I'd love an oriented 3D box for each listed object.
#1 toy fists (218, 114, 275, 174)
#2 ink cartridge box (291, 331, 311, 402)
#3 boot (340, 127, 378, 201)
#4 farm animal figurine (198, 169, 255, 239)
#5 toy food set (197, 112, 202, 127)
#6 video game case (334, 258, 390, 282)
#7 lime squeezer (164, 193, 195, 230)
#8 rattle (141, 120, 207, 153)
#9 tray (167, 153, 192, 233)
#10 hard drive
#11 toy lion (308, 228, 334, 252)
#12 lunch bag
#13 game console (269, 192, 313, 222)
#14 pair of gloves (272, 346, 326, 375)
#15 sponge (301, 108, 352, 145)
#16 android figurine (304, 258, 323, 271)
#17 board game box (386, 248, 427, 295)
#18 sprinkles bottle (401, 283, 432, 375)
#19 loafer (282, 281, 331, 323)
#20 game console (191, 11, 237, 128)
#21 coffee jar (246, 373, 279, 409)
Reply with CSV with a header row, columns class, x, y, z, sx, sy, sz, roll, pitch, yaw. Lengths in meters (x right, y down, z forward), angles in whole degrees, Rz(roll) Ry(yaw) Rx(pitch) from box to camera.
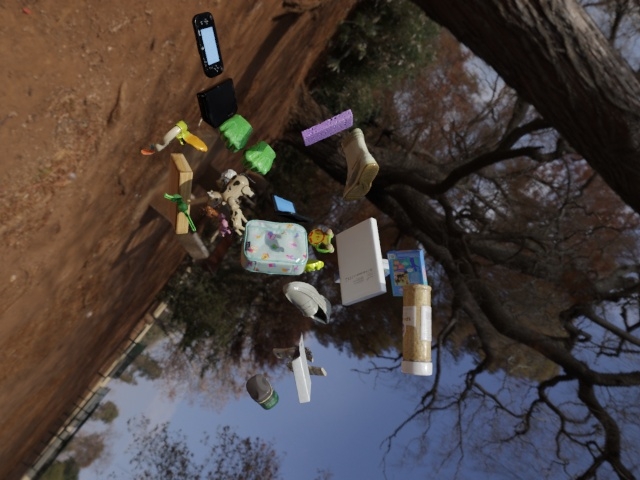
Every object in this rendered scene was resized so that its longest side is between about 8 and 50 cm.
class,x,y,z,sx,sy,sz,roll,pitch,yaw
toy fists,-0.325,-0.405,1.776,0.096,0.279,0.142,-22,-150,41
ink cartridge box,-0.080,0.498,1.627,0.045,0.224,0.223,-10,177,0
boot,0.110,-0.243,1.347,0.077,0.165,0.213,-8,154,-22
farm animal figurine,-0.459,-0.200,2.018,0.330,0.172,0.327,24,-105,35
toy food set,-0.512,-0.600,1.824,0.192,0.038,0.132,-51,-154,17
video game case,0.234,0.171,2.229,0.269,0.244,0.061,126,-33,-57
lime squeezer,-0.739,-0.179,2.165,0.058,0.310,0.110,-33,-126,-9
rattle,-0.548,-0.345,1.533,0.199,0.143,0.130,-39,-145,8
tray,-0.803,-0.261,2.315,0.203,0.076,0.411,53,-41,38
hard drive,0.179,0.099,1.883,0.233,0.047,0.353,-27,-123,39
toy lion,0.000,0.000,1.541,0.095,0.034,0.100,-8,-118,12
lunch bag,-0.195,0.022,1.693,0.108,0.278,0.224,115,-22,-52
game console,-0.092,-0.105,1.309,0.107,0.122,0.071,5,-97,38
pair of gloves,-0.096,0.583,1.975,0.204,0.240,0.042,-8,-138,30
sponge,0.027,-0.441,1.612,0.210,0.031,0.117,-24,176,3
android figurine,-0.101,0.162,2.593,0.248,0.056,0.272,-11,-171,-28
board game box,0.397,0.150,1.861,0.160,0.211,0.047,-3,-169,32
sprinkles bottle,0.394,0.362,1.668,0.121,0.121,0.356,-24,-122,61
loafer,-0.049,0.274,1.778,0.112,0.319,0.112,-27,-130,24
game console,-0.384,-0.598,1.443,0.043,0.362,0.213,5,-144,16
coffee jar,-0.215,0.564,1.519,0.079,0.096,0.184,-35,152,-14
